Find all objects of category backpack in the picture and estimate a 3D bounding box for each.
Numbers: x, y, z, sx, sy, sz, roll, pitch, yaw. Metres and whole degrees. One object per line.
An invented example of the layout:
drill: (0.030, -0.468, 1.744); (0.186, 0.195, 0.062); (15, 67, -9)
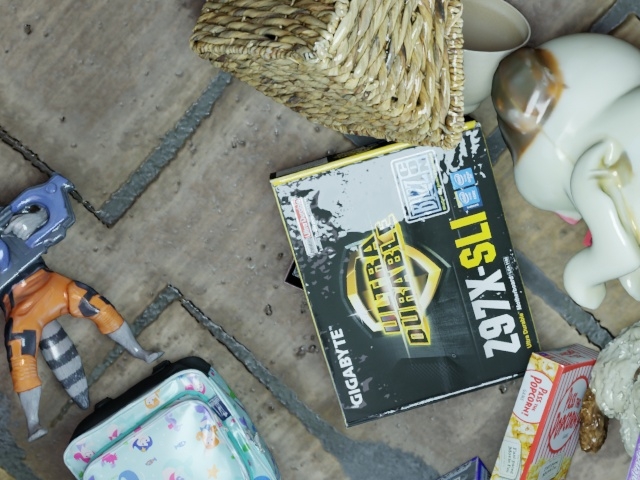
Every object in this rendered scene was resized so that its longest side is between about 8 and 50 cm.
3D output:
backpack: (-0.169, 0.300, 1.668); (0.225, 0.191, 0.253); (-33, 102, 1)

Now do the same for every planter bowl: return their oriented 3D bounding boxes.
planter bowl: (0.155, -0.216, 1.570); (0.162, 0.162, 0.109); (16, 126, 5)

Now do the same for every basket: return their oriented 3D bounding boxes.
basket: (0.036, -0.251, 1.502); (0.223, 0.299, 0.213); (28, 83, -33)

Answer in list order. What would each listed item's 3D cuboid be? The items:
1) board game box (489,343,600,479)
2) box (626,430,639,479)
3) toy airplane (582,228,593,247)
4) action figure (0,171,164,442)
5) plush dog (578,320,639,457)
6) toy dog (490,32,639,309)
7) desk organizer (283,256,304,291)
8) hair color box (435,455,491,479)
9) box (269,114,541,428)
board game box: (0.271, 0.226, 1.611); (0.045, 0.147, 0.193); (22, 102, 30)
box: (0.466, 0.198, 1.404); (0.293, 0.057, 0.201); (-2, 114, -26)
toy airplane: (0.342, -0.061, 1.617); (0.151, 0.028, 0.151); (0, 88, 0)
action figure: (-0.413, 0.092, 1.680); (0.341, 0.178, 0.330); (-35, 87, -13)
plush dog: (0.402, 0.179, 1.537); (0.262, 0.225, 0.210); (-41, 124, -3)
toy dog: (0.367, -0.099, 1.430); (0.408, 0.284, 0.395); (21, 118, 41)
desk organizer: (0.000, 0.000, 1.665); (0.047, 0.050, 0.130); (24, 101, 4)
hair color box: (0.210, 0.466, 1.677); (0.185, 0.110, 0.339); (-32, 95, 12)
box: (0.105, 0.037, 1.609); (0.257, 0.079, 0.322); (-16, 103, 0)
